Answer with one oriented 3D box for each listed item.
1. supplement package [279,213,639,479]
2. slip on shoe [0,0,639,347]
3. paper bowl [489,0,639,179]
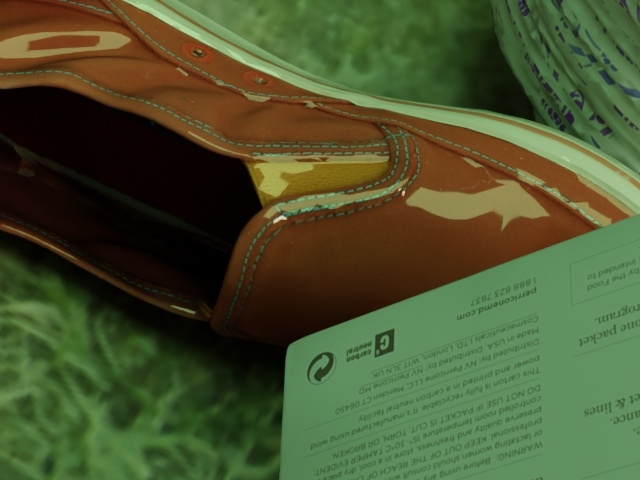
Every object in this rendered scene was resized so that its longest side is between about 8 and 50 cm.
[{"bbox_3d":[0.120,0.152,0.469,0.198,0.199,0.262,39,41,-40],"label":"supplement package"},{"bbox_3d":[0.000,0.000,0.622,0.331,0.123,0.101,24,42,5],"label":"slip on shoe"},{"bbox_3d":[0.203,-0.069,0.712,0.284,0.148,0.284,15,44,-15],"label":"paper bowl"}]
